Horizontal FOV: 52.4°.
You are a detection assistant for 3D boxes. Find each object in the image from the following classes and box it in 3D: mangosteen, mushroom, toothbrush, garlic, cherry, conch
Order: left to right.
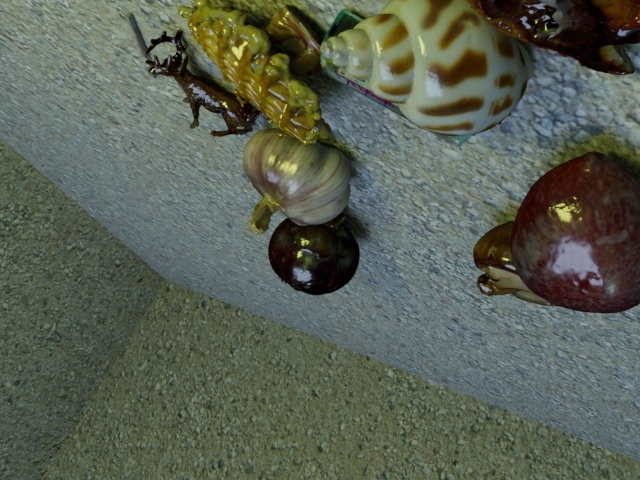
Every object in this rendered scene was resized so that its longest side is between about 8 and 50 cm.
[{"bbox_3d":[-0.367,-0.396,1.340,0.017,0.014,0.194,25,160,10],"label":"toothbrush"},{"bbox_3d":[-0.073,-0.100,1.341,0.245,0.253,0.245,24,151,14],"label":"garlic"},{"bbox_3d":[0.000,0.000,1.597,0.231,0.231,0.289,28,122,2],"label":"mangosteen"},{"bbox_3d":[0.141,-0.228,0.829,0.275,0.182,0.149,8,-167,5],"label":"conch"},{"bbox_3d":[0.402,0.043,1.244,0.194,0.138,0.231,-2,158,31],"label":"mushroom"},{"bbox_3d":[0.409,-0.006,0.998,0.230,0.203,0.300,16,143,36],"label":"cherry"}]

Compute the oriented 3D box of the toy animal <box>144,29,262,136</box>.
[{"bbox_3d":[-0.234,-0.306,1.323,0.243,0.087,0.260,18,161,-10],"label":"toy animal"}]

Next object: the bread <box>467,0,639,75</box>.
[{"bbox_3d":[0.264,-0.271,0.712,0.269,0.095,0.139,18,165,-14],"label":"bread"}]

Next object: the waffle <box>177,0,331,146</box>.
[{"bbox_3d":[-0.106,-0.276,1.103,0.325,0.068,0.302,41,174,40],"label":"waffle"}]

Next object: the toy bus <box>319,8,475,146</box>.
[{"bbox_3d":[0.124,-0.238,0.971,0.262,0.091,0.109,30,167,0],"label":"toy bus"}]

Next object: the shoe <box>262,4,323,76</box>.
[{"bbox_3d":[-0.039,-0.314,1.028,0.069,0.072,0.109,-30,134,22],"label":"shoe"}]
